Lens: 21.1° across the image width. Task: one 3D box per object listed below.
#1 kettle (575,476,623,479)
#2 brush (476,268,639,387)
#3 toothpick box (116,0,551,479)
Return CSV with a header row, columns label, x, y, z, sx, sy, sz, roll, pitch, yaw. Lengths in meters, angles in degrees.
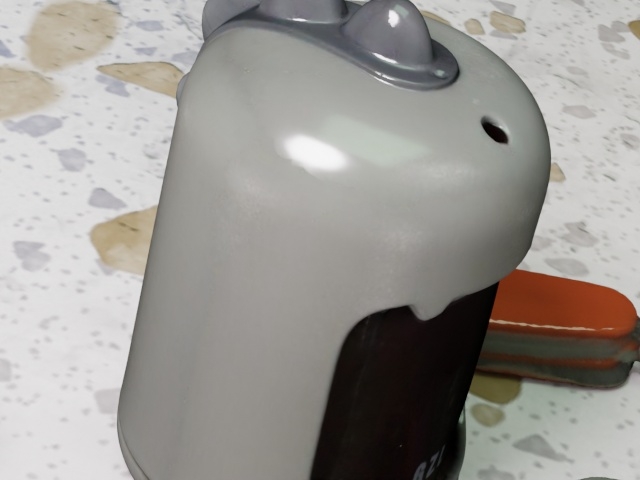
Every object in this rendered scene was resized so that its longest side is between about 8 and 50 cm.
label,x,y,z,sx,sy,sz,roll,pitch,yaw
kettle,0.144,0.201,0.872,0.127,0.148,0.098,4,35,-16
brush,0.133,0.053,1.163,0.323,0.051,0.070,9,32,-7
toothpick box,0.000,0.000,0.957,0.229,0.316,0.229,9,34,-6
